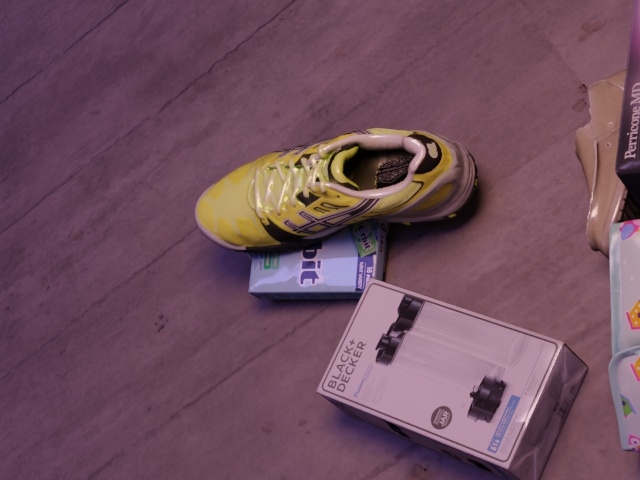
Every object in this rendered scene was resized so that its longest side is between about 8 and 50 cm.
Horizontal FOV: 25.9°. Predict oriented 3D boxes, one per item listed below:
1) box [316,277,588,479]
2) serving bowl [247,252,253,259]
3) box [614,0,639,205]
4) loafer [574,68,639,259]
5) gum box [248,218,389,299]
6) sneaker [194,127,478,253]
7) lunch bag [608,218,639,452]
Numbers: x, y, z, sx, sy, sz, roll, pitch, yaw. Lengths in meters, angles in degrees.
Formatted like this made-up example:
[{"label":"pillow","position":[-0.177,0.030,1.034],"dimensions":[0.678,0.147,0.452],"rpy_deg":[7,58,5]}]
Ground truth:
[{"label":"box","position":[0.155,0.170,1.695],"dimensions":[0.290,0.087,0.169],"rpy_deg":[19,77,38]},{"label":"serving bowl","position":[-0.066,-0.001,1.960],"dimensions":[0.083,0.027,0.083],"rpy_deg":[-14,60,25]},{"label":"box","position":[0.513,-0.179,1.590],"dimensions":[0.294,0.183,0.296],"rpy_deg":[-4,64,32]},{"label":"loafer","position":[0.357,-0.092,1.701],"dimensions":[0.092,0.102,0.268],"rpy_deg":[-3,55,32]},{"label":"gum box","position":[0.000,0.000,1.883],"dimensions":[0.184,0.041,0.157],"rpy_deg":[-1,73,23]},{"label":"sneaker","position":[0.002,-0.081,1.803],"dimensions":[0.384,0.147,0.145],"rpy_deg":[-13,69,20]},{"label":"lunch bag","position":[0.433,0.109,1.510],"dimensions":[0.223,0.160,0.262],"rpy_deg":[-2,77,28]}]
